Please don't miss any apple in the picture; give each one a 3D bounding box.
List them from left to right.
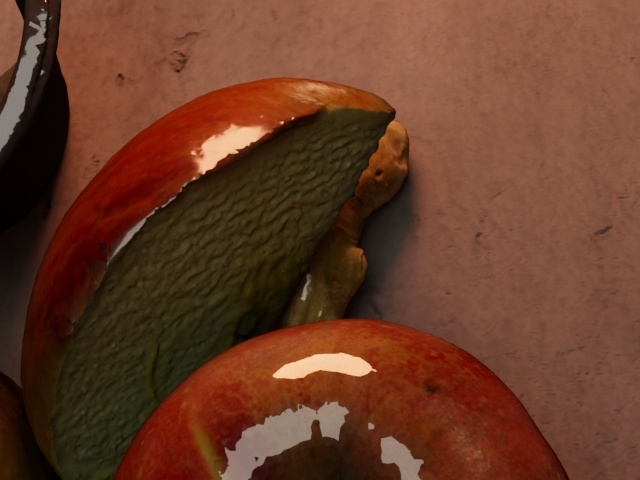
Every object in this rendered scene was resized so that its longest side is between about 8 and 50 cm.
[{"bbox_3d":[-0.102,0.015,1.436,0.179,0.254,0.346,29,104,-13],"label":"apple"},{"bbox_3d":[0.013,0.230,1.334,0.348,0.277,0.348,-3,73,11],"label":"apple"}]

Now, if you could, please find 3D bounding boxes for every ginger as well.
[{"bbox_3d":[-0.010,-0.010,1.515,0.115,0.081,0.205,23,71,-10],"label":"ginger"}]

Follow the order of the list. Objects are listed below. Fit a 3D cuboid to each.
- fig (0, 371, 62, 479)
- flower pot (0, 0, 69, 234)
[{"bbox_3d":[-0.253,0.235,1.434,0.217,0.217,0.321,-42,65,0],"label":"fig"},{"bbox_3d":[-0.343,-0.114,1.544,0.379,0.251,0.379,-3,74,12],"label":"flower pot"}]
